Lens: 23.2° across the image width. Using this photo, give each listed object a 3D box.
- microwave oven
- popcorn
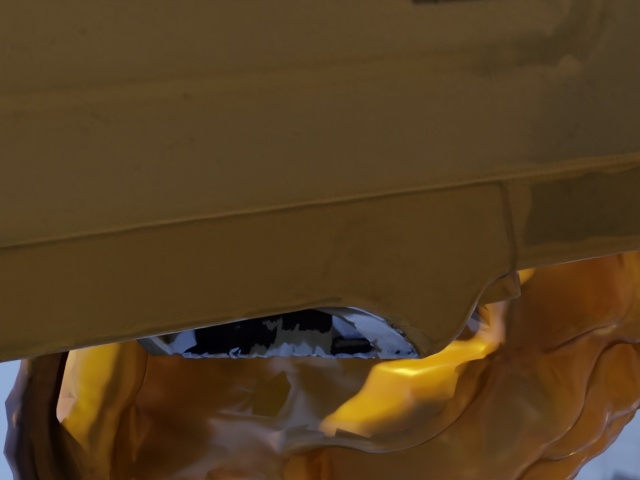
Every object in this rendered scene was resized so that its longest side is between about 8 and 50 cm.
[{"bbox_3d":[-0.117,-0.093,0.421,0.355,0.218,0.286,-9,-91,-27],"label":"microwave oven"},{"bbox_3d":[0.000,0.000,0.727,0.381,0.349,0.349,-33,-54,-44],"label":"popcorn"}]
